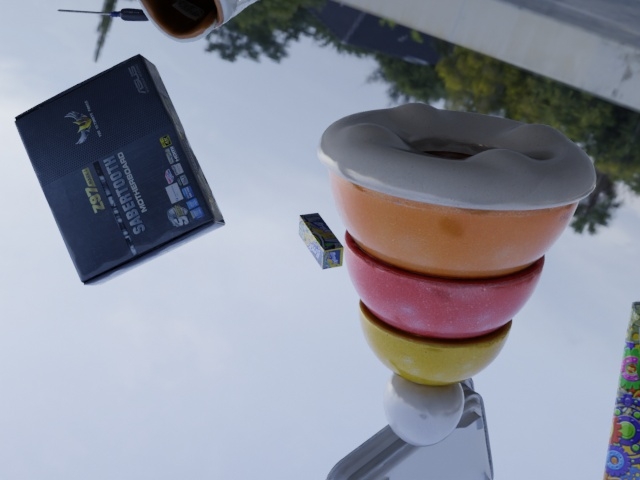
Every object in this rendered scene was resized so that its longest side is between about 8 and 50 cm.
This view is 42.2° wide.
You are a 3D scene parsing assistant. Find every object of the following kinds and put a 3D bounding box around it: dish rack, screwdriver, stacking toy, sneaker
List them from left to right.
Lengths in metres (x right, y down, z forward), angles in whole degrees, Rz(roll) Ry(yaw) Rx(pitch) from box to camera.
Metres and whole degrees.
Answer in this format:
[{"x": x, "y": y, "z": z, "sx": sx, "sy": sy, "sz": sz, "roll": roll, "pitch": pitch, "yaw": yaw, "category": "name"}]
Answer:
[{"x": -0.374, "y": -0.387, "z": 1.426, "sx": 0.170, "sy": 0.025, "sz": 0.024, "roll": 1, "pitch": -162, "yaw": 11, "category": "screwdriver"}, {"x": -0.097, "y": -0.222, "z": 0.676, "sx": 0.106, "sy": 0.123, "sz": 0.290, "roll": 27, "pitch": -170, "yaw": 6, "category": "sneaker"}, {"x": 0.169, "y": 0.408, "z": 1.375, "sx": 0.333, "sy": 0.285, "sz": 0.072, "roll": -30, "pitch": -144, "yaw": -24, "category": "dish rack"}, {"x": 0.153, "y": 0.077, "z": 1.124, "sx": 0.351, "sy": 0.479, "sz": 0.350, "roll": 5, "pitch": -159, "yaw": -2, "category": "stacking toy"}]

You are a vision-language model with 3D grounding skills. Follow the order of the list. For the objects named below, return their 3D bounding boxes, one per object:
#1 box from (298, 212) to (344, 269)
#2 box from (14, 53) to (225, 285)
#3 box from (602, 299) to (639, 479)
[{"x": 0.000, "y": 0.000, "z": 2.019, "sx": 0.054, "sy": 0.059, "sz": 0.169, "roll": -9, "pitch": -145, "yaw": -19, "category": "box"}, {"x": -0.248, "y": -0.085, "z": 1.022, "sx": 0.059, "sy": 0.184, "sz": 0.232, "roll": 19, "pitch": -133, "yaw": -80, "category": "box"}, {"x": 0.267, "y": 0.180, "z": 0.479, "sx": 0.177, "sy": 0.279, "sz": 0.290, "roll": 10, "pitch": -178, "yaw": 28, "category": "box"}]
